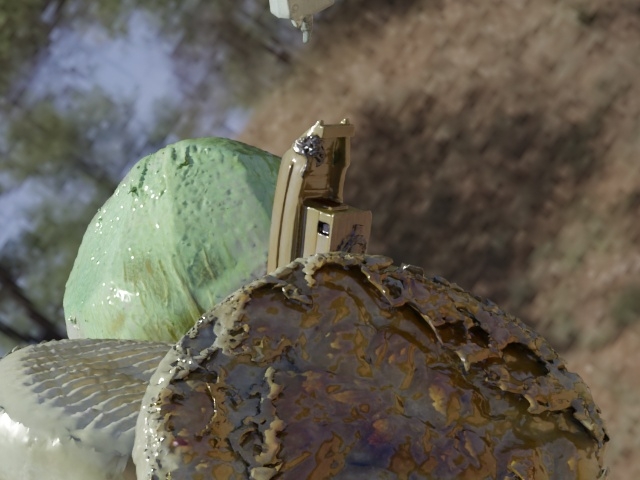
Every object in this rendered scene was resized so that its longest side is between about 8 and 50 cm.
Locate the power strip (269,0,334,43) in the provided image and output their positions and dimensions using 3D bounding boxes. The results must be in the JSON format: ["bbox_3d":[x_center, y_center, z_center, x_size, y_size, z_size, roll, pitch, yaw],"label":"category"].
[{"bbox_3d":[-0.021,-0.237,1.385,0.047,0.030,0.191,-26,-56,-30],"label":"power strip"}]

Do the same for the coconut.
[{"bbox_3d":[-0.092,0.077,1.753,0.328,0.328,0.281,-57,-31,9],"label":"coconut"}]

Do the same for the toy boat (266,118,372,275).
[{"bbox_3d":[0.000,0.000,1.476,0.057,0.077,0.200,-8,-71,-45],"label":"toy boat"}]

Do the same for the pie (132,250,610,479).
[{"bbox_3d":[0.031,0.120,1.031,0.274,0.274,0.055,-51,-18,-34],"label":"pie"}]

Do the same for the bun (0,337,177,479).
[{"bbox_3d":[-0.124,0.165,1.353,0.287,0.287,0.146,-32,-47,-75],"label":"bun"}]
